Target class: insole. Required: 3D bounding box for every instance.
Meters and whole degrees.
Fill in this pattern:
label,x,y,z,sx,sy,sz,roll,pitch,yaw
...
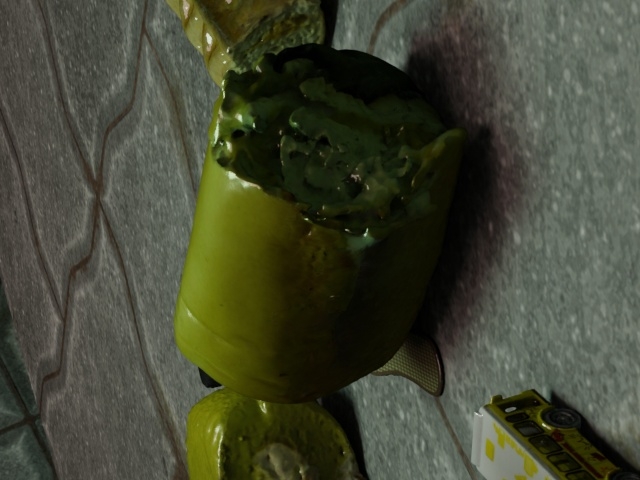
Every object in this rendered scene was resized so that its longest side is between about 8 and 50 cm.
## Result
label,x,y,z,sx,sy,sz,roll,pitch,yaw
insole,0.071,0.112,1.754,0.253,0.005,0.086,-164,64,-66

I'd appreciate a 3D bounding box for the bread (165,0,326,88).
label,x,y,z,sx,sy,sz,roll,pitch,yaw
bread,-0.091,-0.269,1.813,0.152,0.130,0.267,-50,44,17

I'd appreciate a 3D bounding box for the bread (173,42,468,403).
label,x,y,z,sx,sy,sz,roll,pitch,yaw
bread,0.000,0.000,1.573,0.208,0.251,0.376,48,144,25

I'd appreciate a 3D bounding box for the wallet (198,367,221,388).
label,x,y,z,sx,sy,sz,roll,pitch,yaw
wallet,-0.138,0.092,2.223,0.250,0.044,0.149,120,138,-60

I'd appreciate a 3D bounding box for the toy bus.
label,x,y,z,sx,sy,sz,roll,pitch,yaw
toy bus,0.210,0.211,1.361,0.226,0.074,0.081,-134,38,-53

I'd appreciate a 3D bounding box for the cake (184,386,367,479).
label,x,y,z,sx,sy,sz,roll,pitch,yaw
cake,-0.051,0.288,1.916,0.156,0.179,0.260,-158,63,-64
